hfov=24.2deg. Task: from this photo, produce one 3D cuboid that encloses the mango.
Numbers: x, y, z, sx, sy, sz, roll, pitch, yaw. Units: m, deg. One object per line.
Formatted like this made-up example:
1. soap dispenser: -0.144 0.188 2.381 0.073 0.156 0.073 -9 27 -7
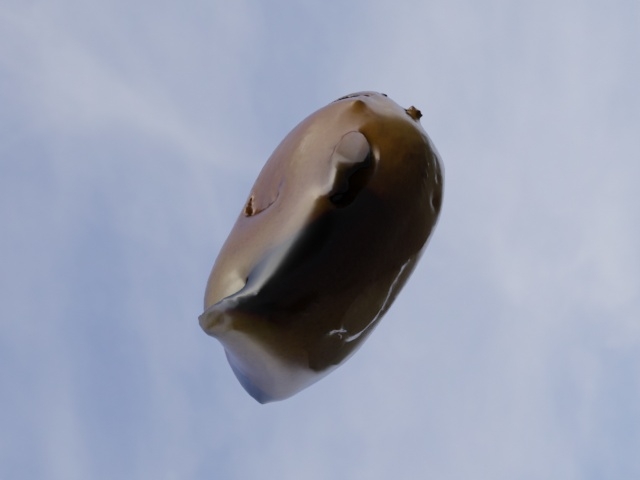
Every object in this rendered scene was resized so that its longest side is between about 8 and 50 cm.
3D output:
1. mango: 0.000 0.000 1.290 0.152 0.201 0.287 41 -106 -26
